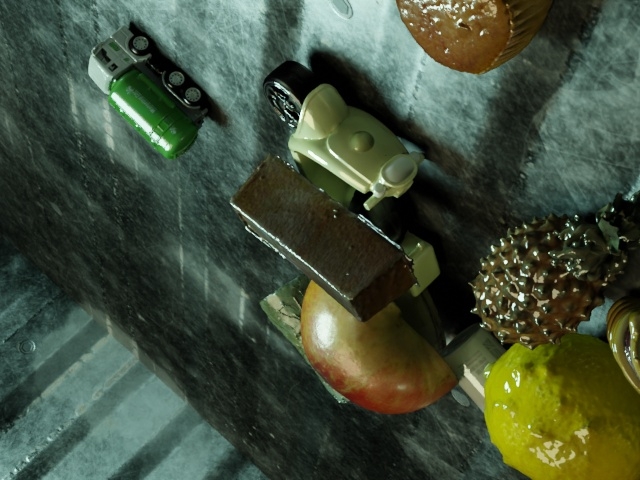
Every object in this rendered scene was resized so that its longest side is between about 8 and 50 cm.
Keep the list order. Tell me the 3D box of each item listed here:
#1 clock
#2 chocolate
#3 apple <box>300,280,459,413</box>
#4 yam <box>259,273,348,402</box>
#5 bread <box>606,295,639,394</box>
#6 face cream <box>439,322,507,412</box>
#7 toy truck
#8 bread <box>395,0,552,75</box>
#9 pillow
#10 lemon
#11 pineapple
[{"bbox_3d":[0.055,-0.092,1.966,0.276,0.120,0.379,33,158,34],"label":"clock"},{"bbox_3d":[0.000,0.000,1.924,0.321,0.112,0.112,37,164,35],"label":"chocolate"},{"bbox_3d":[0.067,0.176,2.082,0.293,0.163,0.251,52,169,-9],"label":"apple"},{"bbox_3d":[0.012,0.165,2.399,0.254,0.154,0.154,49,157,-6],"label":"yam"},{"bbox_3d":[0.423,0.146,1.651,0.134,0.081,0.225,55,-167,0],"label":"bread"},{"bbox_3d":[0.340,0.292,2.109,0.345,0.102,0.102,48,157,-3],"label":"face cream"},{"bbox_3d":[-0.307,-0.259,2.282,0.242,0.125,0.101,45,158,5],"label":"toy truck"},{"bbox_3d":[0.166,-0.283,1.466,0.199,0.104,0.199,39,156,22],"label":"bread"},{"bbox_3d":[0.100,0.087,2.227,0.270,0.067,0.173,25,146,41],"label":"pillow"},{"bbox_3d":[0.365,0.250,1.840,0.288,0.233,0.233,32,154,19],"label":"lemon"},{"bbox_3d":[0.328,0.020,1.650,0.175,0.175,0.361,45,144,3],"label":"pineapple"}]
